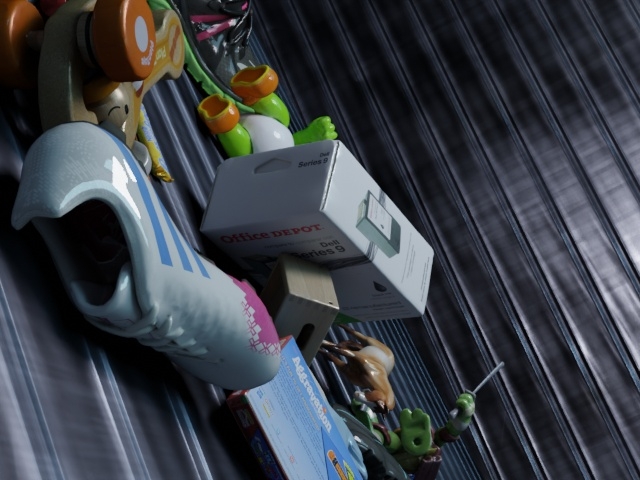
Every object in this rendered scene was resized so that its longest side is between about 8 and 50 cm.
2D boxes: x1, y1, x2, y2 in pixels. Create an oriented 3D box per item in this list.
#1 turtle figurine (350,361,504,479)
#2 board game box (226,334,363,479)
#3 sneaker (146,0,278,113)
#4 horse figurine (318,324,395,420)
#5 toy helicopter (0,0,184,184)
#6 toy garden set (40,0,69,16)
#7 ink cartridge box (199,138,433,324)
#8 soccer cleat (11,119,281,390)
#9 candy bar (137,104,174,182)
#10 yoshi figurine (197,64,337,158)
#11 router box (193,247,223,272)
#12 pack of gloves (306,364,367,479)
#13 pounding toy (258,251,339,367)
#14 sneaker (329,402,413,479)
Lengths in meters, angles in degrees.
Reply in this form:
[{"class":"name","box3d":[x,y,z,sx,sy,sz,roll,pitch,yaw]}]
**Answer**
[{"class":"turtle figurine","box3d":[0.141,0.274,1.590,0.198,0.274,0.266,28,0,20]},{"class":"board game box","box3d":[-0.004,0.257,1.053,0.281,0.027,0.145,65,26,-10]},{"class":"sneaker","box3d":[-0.199,-0.435,1.854,0.483,0.202,0.185,55,10,-38]},{"class":"horse figurine","box3d":[0.056,0.190,1.549,0.174,0.066,0.263,28,7,7]},{"class":"toy helicopter","box3d":[-0.202,-0.160,1.022,0.355,0.140,0.235,-69,154,-65]},{"class":"toy garden set","box3d":[-0.326,-0.350,1.061,0.244,0.049,0.204,63,-5,-22]},{"class":"ink cartridge box","box3d":[0.000,0.000,1.379,0.289,0.211,0.121,45,48,-43]},{"class":"soccer cleat","box3d":[-0.149,0.050,0.839,0.331,0.116,0.143,54,26,-32]},{"class":"candy bar","box3d":[-0.228,-0.140,1.276,0.161,0.018,0.040,65,8,30]},{"class":"yoshi figurine","box3d":[-0.063,-0.129,1.781,0.362,0.203,0.203,59,23,-33]},{"class":"router box","box3d":[-0.103,0.104,1.111,0.179,0.046,0.133,49,15,-58]},{"class":"pack of gloves","box3d":[-0.015,0.268,1.123,0.232,0.046,0.195,59,27,-28]},{"class":"pounding toy","box3d":[-0.031,0.107,1.292,0.100,0.141,0.130,19,24,-17]},{"class":"sneaker","box3d":[0.081,0.326,1.332,0.267,0.101,0.106,57,6,-31]}]
